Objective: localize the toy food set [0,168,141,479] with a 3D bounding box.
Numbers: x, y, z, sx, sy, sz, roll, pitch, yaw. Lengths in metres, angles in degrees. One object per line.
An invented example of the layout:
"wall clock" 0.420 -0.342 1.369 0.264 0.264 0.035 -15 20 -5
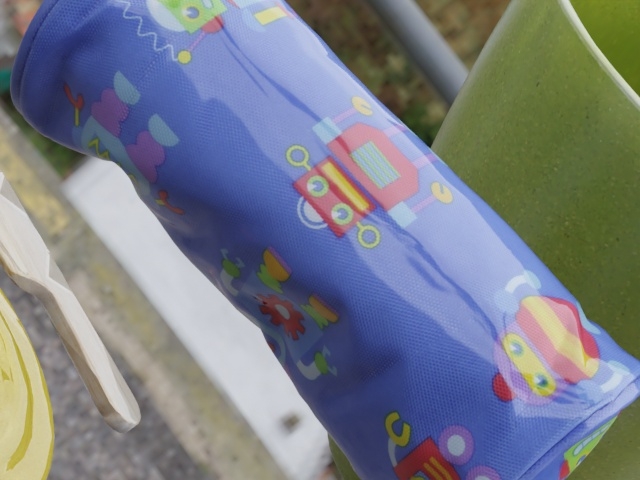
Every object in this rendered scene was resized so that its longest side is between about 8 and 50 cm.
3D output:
"toy food set" -0.143 0.041 0.539 0.128 0.071 0.218 55 20 6

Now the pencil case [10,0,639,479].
"pencil case" 0.000 0.000 0.855 0.119 0.133 0.306 -38 79 -30

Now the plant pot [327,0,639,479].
"plant pot" 0.141 0.034 1.045 0.275 0.293 0.275 29 29 -18
